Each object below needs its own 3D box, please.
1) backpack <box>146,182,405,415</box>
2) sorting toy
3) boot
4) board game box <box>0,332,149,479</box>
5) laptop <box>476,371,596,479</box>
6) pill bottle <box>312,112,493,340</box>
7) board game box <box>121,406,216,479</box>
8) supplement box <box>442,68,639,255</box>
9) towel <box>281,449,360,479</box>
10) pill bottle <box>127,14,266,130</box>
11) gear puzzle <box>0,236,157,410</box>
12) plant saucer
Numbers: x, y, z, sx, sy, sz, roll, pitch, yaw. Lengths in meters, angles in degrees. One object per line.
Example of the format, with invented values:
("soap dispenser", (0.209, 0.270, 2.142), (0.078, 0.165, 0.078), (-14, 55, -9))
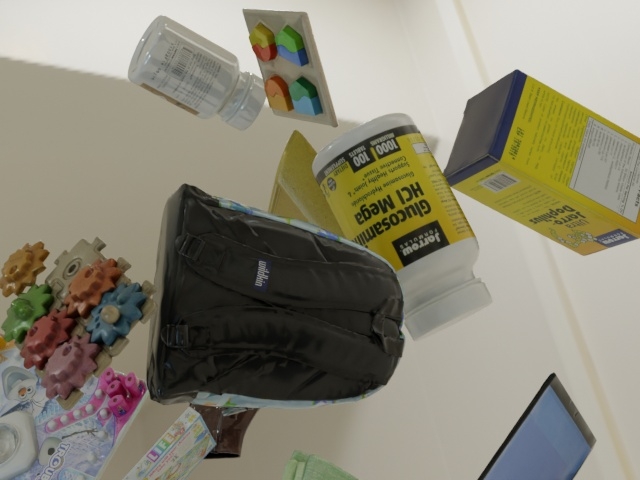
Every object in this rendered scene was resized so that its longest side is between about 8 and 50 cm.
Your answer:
("backpack", (-0.054, 0.099, 1.458), (0.355, 0.290, 0.273), (6, -10, -15))
("sorting toy", (-0.057, -0.282, 1.737), (0.038, 0.208, 0.193), (-29, -62, -24))
("boot", (-0.171, 0.397, 2.369), (0.248, 0.207, 0.090), (-2, -44, 1))
("board game box", (-0.538, 0.340, 1.766), (0.389, 0.390, 0.050), (13, -33, 25))
("laptop", (0.240, 0.310, 1.066), (0.136, 0.264, 0.234), (-24, -35, 13))
("pill bottle", (0.136, -0.019, 1.694), (0.187, 0.334, 0.188), (-26, -10, -5))
("board game box", (-0.234, 0.345, 1.656), (0.154, 0.026, 0.103), (-47, -32, -23))
("supplement box", (0.450, -0.143, 2.068), (0.356, 0.194, 0.195), (26, -20, -15))
("towel", (0.014, 0.382, 0.939), (0.248, 0.325, 0.038), (37, -35, -20))
("pill bottle", (-0.215, -0.291, 1.893), (0.229, 0.131, 0.131), (27, -46, -23))
("gear puzzle", (-0.329, 0.066, 1.322), (0.175, 0.339, 0.044), (-49, -52, -7))
("plant saucer", (0.000, 0.000, 2.023), (0.081, 0.333, 0.333), (-33, -14, -20))
